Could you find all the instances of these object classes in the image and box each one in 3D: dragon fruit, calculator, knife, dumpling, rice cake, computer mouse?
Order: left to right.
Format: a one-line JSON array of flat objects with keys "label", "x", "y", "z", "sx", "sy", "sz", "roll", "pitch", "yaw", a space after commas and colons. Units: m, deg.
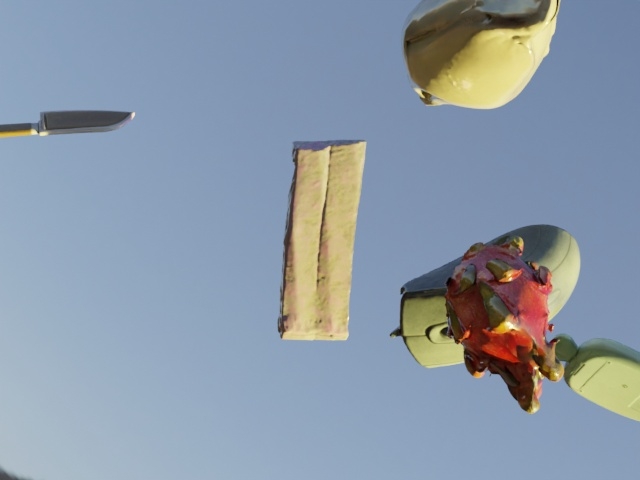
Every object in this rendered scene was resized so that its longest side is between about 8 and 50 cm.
[{"label": "knife", "x": -0.398, "y": -0.172, "z": 1.810, "sx": 0.022, "sy": 0.256, "sz": 0.046, "roll": 98, "pitch": -18, "yaw": -46}, {"label": "rice cake", "x": -0.002, "y": -0.001, "z": 1.772, "sx": 0.050, "sy": 0.106, "sz": 0.297, "roll": -123, "pitch": -144, "yaw": -72}, {"label": "dumpling", "x": 0.268, "y": -0.373, "z": 1.972, "sx": 0.233, "sy": 0.315, "sz": 0.395, "roll": 19, "pitch": -16, "yaw": -13}, {"label": "computer mouse", "x": 0.296, "y": 0.104, "z": 2.132, "sx": 0.122, "sy": 0.371, "sz": 0.188, "roll": -126, "pitch": -165, "yaw": -57}, {"label": "dragon fruit", "x": 0.218, "y": 0.103, "z": 1.463, "sx": 0.150, "sy": 0.133, "sz": 0.207, "roll": 116, "pitch": -43, "yaw": -78}, {"label": "calculator", "x": 0.568, "y": 0.266, "z": 2.375, "sx": 0.295, "sy": 0.042, "sz": 0.184, "roll": 27, "pitch": -36, "yaw": 1}]
